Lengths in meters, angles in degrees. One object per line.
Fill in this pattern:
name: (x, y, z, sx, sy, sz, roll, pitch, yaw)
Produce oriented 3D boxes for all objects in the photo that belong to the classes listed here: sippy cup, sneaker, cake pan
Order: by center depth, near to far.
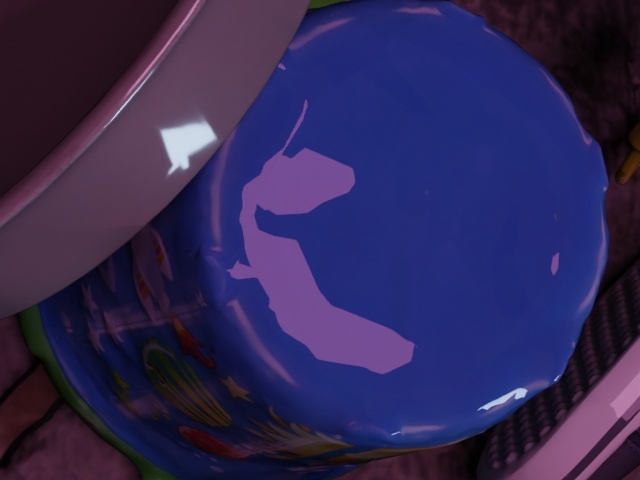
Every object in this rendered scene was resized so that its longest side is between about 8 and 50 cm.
cake pan: (-0.108, -0.086, 0.575, 0.054, 0.293, 0.293, 41, 73, -35)
sippy cup: (0.000, 0.000, 0.625, 0.240, 0.224, 0.306, -23, 94, -19)
sneaker: (0.221, 0.043, 0.751, 0.127, 0.126, 0.321, 46, 71, -5)

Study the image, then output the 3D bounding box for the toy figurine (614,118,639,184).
toy figurine: (0.230, -0.228, 0.774, 0.362, 0.191, 0.217, -37, 81, -20)
